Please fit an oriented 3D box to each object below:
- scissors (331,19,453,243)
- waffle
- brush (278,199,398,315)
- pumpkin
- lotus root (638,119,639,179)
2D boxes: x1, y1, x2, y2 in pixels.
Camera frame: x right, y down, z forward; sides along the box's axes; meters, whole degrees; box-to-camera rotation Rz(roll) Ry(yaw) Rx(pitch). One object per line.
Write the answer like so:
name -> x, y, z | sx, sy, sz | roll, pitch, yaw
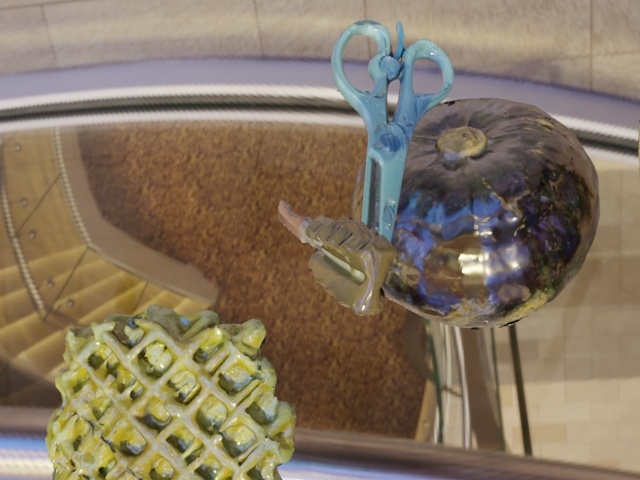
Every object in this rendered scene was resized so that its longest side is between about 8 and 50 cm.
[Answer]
scissors -> 0.088, -0.144, 1.402 | 0.180, 0.393, 0.032 | 11, 155, -6
waffle -> -0.181, 0.220, 1.159 | 0.317, 0.073, 0.297 | -1, 81, 17
brush -> 0.000, 0.000, 1.157 | 0.071, 0.301, 0.084 | 4, 105, -23
pumpkin -> 0.276, -0.052, 1.841 | 0.454, 0.454, 0.344 | -9, 134, 11
lotus root -> 0.474, -0.096, 1.389 | 0.070, 0.143, 0.144 | 2, 99, 23
